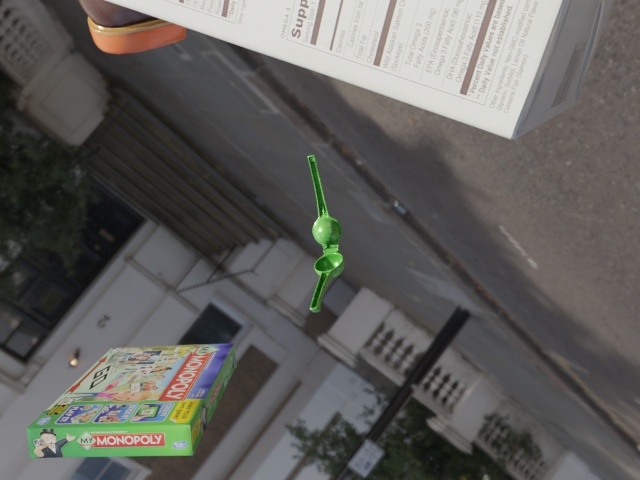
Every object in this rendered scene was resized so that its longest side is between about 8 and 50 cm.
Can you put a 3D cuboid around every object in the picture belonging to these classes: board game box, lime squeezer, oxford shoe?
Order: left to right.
[{"bbox_3d":[-0.257,0.226,1.069,0.214,0.046,0.317,-3,-170,4],"label":"board game box"},{"bbox_3d":[-0.093,-0.262,0.673,0.097,0.272,0.098,56,165,39],"label":"oxford shoe"},{"bbox_3d":[0.000,0.000,1.329,0.059,0.310,0.110,-19,149,33],"label":"lime squeezer"}]

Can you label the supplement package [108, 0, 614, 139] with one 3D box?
[{"bbox_3d":[0.044,-0.203,0.427,0.263,0.198,0.199,24,-157,20],"label":"supplement package"}]
